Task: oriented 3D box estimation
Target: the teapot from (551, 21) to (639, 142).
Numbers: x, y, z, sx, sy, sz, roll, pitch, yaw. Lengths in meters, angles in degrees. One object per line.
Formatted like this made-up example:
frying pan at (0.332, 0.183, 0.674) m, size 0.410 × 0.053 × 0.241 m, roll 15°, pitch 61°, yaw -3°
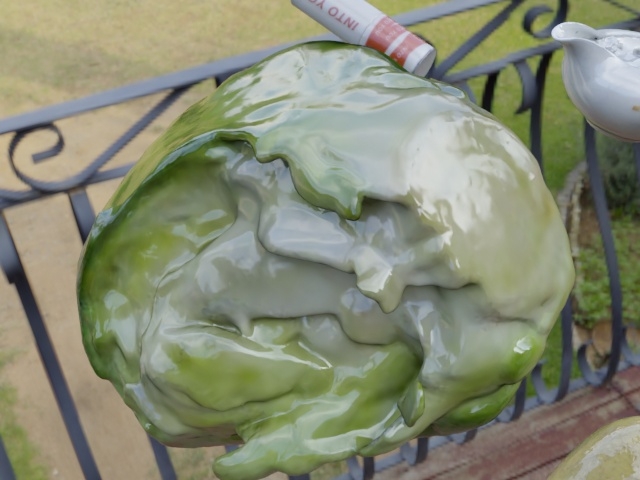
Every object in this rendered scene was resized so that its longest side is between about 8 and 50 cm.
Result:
teapot at (0.312, -0.149, 0.826) m, size 0.226 × 0.092 × 0.145 m, roll 1°, pitch 41°, yaw -17°

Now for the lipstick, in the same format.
lipstick at (0.036, -0.181, 0.730) m, size 0.130 × 0.038 × 0.038 m, roll 37°, pitch 49°, yaw 13°

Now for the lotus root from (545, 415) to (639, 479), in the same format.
lotus root at (0.309, 0.281, 0.913) m, size 0.303 × 0.146 × 0.131 m, roll -47°, pitch 56°, yaw 13°

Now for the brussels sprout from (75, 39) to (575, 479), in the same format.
brussels sprout at (0.000, 0.000, 0.643) m, size 0.371 × 0.276 × 0.315 m, roll -13°, pitch 17°, yaw 43°
